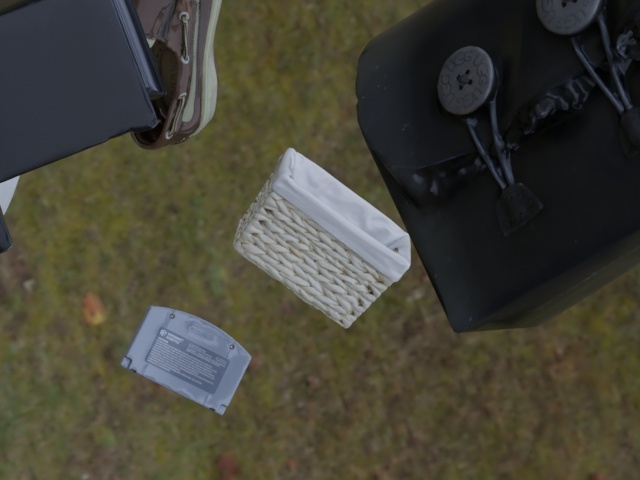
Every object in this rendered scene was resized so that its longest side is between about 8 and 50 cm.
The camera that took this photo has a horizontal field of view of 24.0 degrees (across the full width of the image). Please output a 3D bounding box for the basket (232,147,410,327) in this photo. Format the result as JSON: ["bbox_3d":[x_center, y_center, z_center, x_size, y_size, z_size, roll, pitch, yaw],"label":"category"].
[{"bbox_3d":[0.000,0.000,1.584,0.167,0.103,0.113,35,17,-9],"label":"basket"}]

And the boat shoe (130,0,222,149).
[{"bbox_3d":[-0.140,-0.196,1.318,0.095,0.095,0.257,-43,137,-48],"label":"boat shoe"}]

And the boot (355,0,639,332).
[{"bbox_3d":[0.192,-0.196,0.810,0.146,0.445,0.367,13,54,-34],"label":"boot"}]

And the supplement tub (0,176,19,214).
[{"bbox_3d":[-0.410,-0.100,1.161,0.316,0.228,0.228,11,57,-41],"label":"supplement tub"}]

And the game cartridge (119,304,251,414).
[{"bbox_3d":[-0.094,0.082,1.069,0.083,0.056,0.017,29,-5,-15],"label":"game cartridge"}]

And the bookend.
[{"bbox_3d":[-0.125,-0.039,0.539,0.156,0.157,0.072,-133,-157,-64],"label":"bookend"}]
